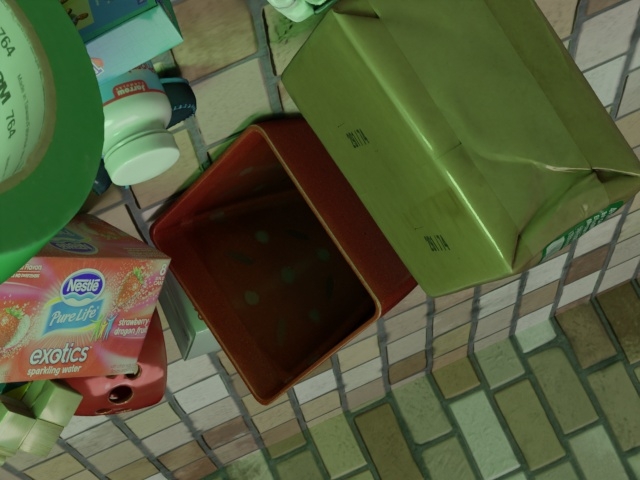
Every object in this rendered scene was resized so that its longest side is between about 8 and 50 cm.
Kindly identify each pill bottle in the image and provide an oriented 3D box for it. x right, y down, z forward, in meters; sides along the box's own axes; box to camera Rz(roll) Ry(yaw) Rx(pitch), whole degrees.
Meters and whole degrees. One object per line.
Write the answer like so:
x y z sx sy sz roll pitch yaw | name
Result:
-0.187 -0.134 1.579 0.087 0.160 0.087 -24 164 -7 | pill bottle

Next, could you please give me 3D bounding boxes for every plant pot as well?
-0.304 0.136 2.211 0.174 0.191 0.191 -15 161 -24 | plant pot
0.000 0.000 2.153 0.235 0.267 0.267 -26 169 -46 | plant pot

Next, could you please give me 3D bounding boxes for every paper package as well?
0.127 -0.112 1.704 0.168 0.309 0.325 -34 179 -13 | paper package

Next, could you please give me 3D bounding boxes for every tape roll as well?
-0.301 -0.110 1.193 0.321 0.321 0.077 -8 156 -47 | tape roll

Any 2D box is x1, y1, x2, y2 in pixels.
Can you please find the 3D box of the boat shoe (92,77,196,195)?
-0.239 -0.081 1.799 0.258 0.089 0.109 -26 164 2 | boat shoe

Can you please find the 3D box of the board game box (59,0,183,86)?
-0.225 -0.172 1.404 0.210 0.160 0.047 -27 137 8 | board game box

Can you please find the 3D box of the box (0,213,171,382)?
-0.322 0.057 1.922 0.300 0.142 0.154 3 109 -58 | box

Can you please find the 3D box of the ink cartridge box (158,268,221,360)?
-0.122 0.062 2.357 0.176 0.128 0.127 -19 163 -19 | ink cartridge box

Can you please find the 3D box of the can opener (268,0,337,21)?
0.059 -0.300 1.623 0.280 0.074 0.093 -31 -162 24 | can opener

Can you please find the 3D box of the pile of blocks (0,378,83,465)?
-0.436 0.210 1.993 0.362 0.149 0.112 -29 144 30 | pile of blocks
